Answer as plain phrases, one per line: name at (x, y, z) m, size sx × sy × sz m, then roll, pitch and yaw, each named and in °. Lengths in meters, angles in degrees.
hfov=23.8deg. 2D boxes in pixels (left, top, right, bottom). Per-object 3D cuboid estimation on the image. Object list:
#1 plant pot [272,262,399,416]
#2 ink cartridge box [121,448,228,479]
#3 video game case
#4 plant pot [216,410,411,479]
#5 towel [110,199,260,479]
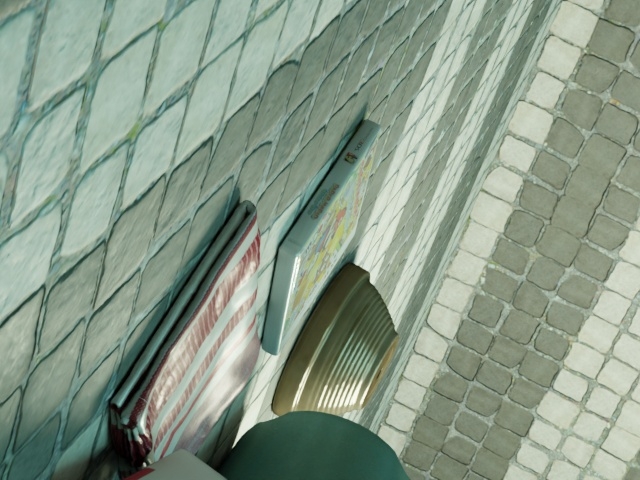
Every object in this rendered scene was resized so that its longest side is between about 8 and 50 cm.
plant pot at (0.036, 0.159, 2.107) m, size 0.237 × 0.110 × 0.237 m, roll -60°, pitch 171°, yaw -16°
ink cartridge box at (-0.184, 0.350, 1.305) m, size 0.306 × 0.131 × 0.226 m, roll -55°, pitch 171°, yaw 9°
video game case at (0.000, 0.000, 1.740) m, size 0.206 × 0.026 × 0.227 m, roll -57°, pitch 168°, yaw -32°
plant pot at (-0.037, 0.395, 1.796) m, size 0.334 × 0.341 × 0.341 m, roll -61°, pitch 174°, yaw -60°
towel at (-0.117, 0.128, 1.442) m, size 0.237 × 0.037 × 0.329 m, roll -60°, pitch 170°, yaw -24°
